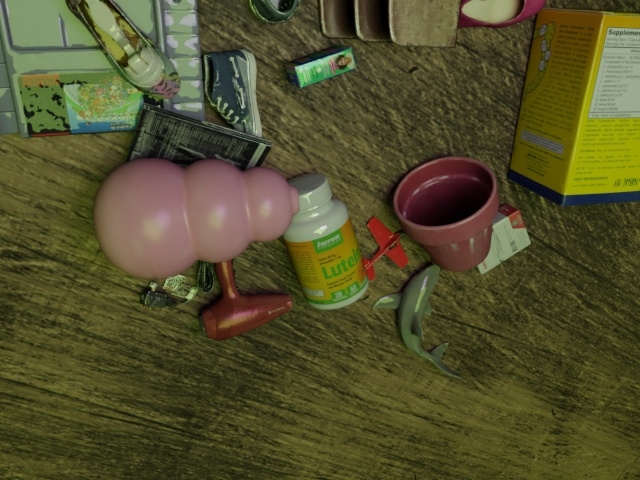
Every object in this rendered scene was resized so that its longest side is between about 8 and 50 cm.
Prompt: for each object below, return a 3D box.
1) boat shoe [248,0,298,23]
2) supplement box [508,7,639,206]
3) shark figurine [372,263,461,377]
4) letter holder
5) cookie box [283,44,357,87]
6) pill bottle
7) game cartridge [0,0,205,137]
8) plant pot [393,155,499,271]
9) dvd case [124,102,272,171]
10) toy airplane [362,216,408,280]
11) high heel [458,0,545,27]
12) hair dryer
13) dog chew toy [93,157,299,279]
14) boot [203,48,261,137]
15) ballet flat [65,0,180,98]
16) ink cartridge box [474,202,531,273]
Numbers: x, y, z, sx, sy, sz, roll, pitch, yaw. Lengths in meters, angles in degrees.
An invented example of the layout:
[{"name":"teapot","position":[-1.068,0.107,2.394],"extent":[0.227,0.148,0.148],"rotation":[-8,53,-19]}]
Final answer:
[{"name":"boat shoe","position":[-0.073,-0.510,0.935],"extent":[0.116,0.099,0.319],"rotation":[-7,114,-15]},{"name":"supplement box","position":[0.535,-0.268,1.183],"extent":[0.194,0.195,0.356],"rotation":[-4,114,-17]},{"name":"shark figurine","position":[0.224,0.206,1.330],"extent":[0.166,0.116,0.278],"rotation":[-19,115,-8]},{"name":"letter holder","position":[0.116,-0.484,0.981],"extent":[0.214,0.152,0.302],"rotation":[-3,113,-15]},{"name":"cookie box","position":[-0.003,-0.308,1.048],"extent":[0.107,0.092,0.040],"rotation":[-23,114,-8]},{"name":"pill bottle","position":[0.000,0.000,1.153],"extent":[0.136,0.136,0.245],"rotation":[-23,117,-8]},{"name":"game cartridge","position":[-0.371,-0.288,0.958],"extent":[0.355,0.068,0.230],"rotation":[-7,110,-15]},{"name":"plant pot","position":[0.267,-0.040,1.205],"extent":[0.201,0.201,0.180],"rotation":[-32,134,-3]},{"name":"dvd case","position":[-0.217,-0.149,1.038],"extent":[0.221,0.018,0.164],"rotation":[14,142,-22]},{"name":"toy airplane","position":[0.129,0.023,1.267],"extent":[0.151,0.028,0.151],"rotation":[-7,115,-16]},{"name":"high heel","position":[0.329,-0.432,1.089],"extent":[0.244,0.117,0.082],"rotation":[-4,113,-16]},{"name":"hair dryer","position":[-0.183,0.093,1.166],"extent":[0.293,0.080,0.223],"rotation":[27,101,-26]},{"name":"dog chew toy","position":[-0.201,-0.048,1.008],"extent":[0.332,0.206,0.206],"rotation":[-9,115,-5]},{"name":"boot","position":[-0.158,-0.233,1.032],"extent":[0.086,0.069,0.190],"rotation":[-16,109,-38]},{"name":"ballet flat","position":[-0.299,-0.300,0.899],"extent":[0.077,0.079,0.221],"rotation":[-40,118,0]},{"name":"ink cartridge box","position":[0.386,-0.004,1.323],"extent":[0.135,0.056,0.099],"rotation":[-31,118,-4]}]
